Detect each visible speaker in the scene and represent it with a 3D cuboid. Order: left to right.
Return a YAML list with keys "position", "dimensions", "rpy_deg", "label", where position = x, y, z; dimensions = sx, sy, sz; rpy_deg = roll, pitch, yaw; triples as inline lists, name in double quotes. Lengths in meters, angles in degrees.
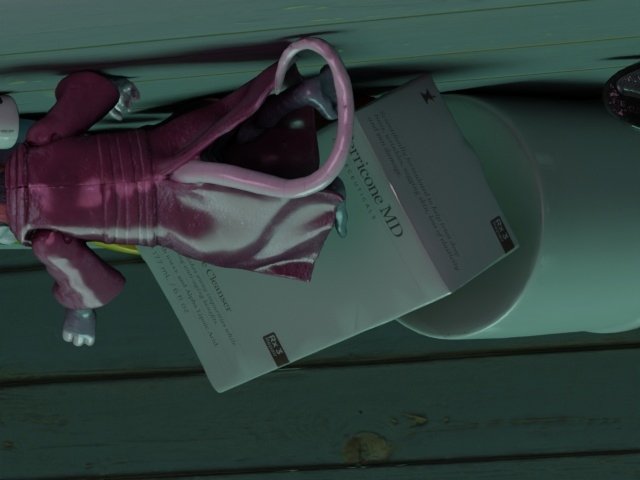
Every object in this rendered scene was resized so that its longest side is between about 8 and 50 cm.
- position: [-0.365, -0.113, 1.495]
  dimensions: [0.136, 0.055, 0.055]
  rpy_deg: [-4, 180, -34]
  label: "speaker"

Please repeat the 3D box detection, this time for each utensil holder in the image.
- position: [0.275, -0.030, 2.011]
  dimensions: [0.328, 0.327, 0.385]
  rpy_deg: [-4, 179, 41]
  label: "utensil holder"

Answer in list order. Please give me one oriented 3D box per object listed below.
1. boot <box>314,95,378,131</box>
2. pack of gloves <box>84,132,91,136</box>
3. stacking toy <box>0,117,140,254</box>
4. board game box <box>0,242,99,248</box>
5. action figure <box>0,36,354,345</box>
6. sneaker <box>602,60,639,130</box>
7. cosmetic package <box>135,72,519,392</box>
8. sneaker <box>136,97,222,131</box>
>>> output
- position: [0.026, -0.026, 1.820]
  dimensions: [0.104, 0.295, 0.211]
  rpy_deg: [9, -177, -30]
  label: "boot"
- position: [-0.416, -0.117, 1.999]
  dimensions: [0.195, 0.046, 0.232]
  rpy_deg: [-5, 180, 5]
  label: "pack of gloves"
- position: [-0.346, -0.081, 1.913]
  dimensions: [0.280, 0.130, 0.309]
  rpy_deg: [1, 166, 32]
  label: "stacking toy"
- position: [-0.343, -0.066, 2.202]
  dimensions: [0.303, 0.097, 0.224]
  rpy_deg: [-1, -160, 26]
  label: "board game box"
- position: [-0.157, -0.033, 1.350]
  dimensions: [0.370, 0.248, 0.276]
  rpy_deg: [-7, 180, -7]
  label: "action figure"
- position: [0.403, -0.157, 1.669]
  dimensions: [0.229, 0.086, 0.132]
  rpy_deg: [-5, -177, -7]
  label: "sneaker"
- position: [0.000, 0.000, 1.687]
  dimensions: [0.385, 0.217, 0.156]
  rpy_deg: [-29, -179, 44]
  label: "cosmetic package"
- position: [-0.100, -0.121, 1.787]
  dimensions: [0.145, 0.090, 0.270]
  rpy_deg: [-12, -177, -34]
  label: "sneaker"
